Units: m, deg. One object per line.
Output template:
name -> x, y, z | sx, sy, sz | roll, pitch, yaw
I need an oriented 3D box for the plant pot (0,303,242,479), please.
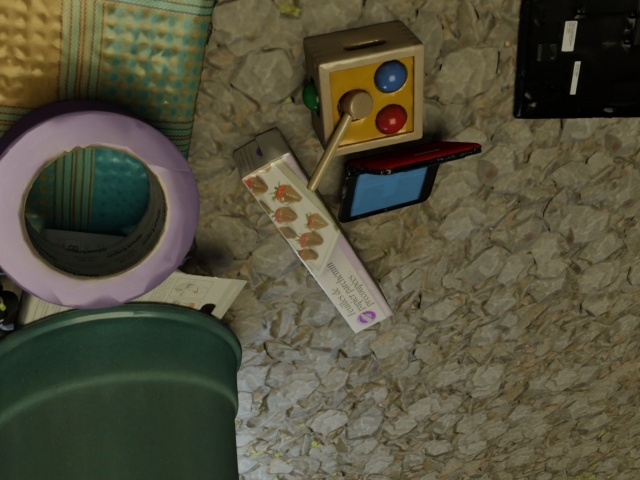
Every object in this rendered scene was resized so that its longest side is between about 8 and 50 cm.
plant pot -> -0.237, 0.306, 0.755 | 0.342, 0.334, 0.341 | -11, 143, -8

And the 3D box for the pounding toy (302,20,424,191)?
pounding toy -> 0.037, -0.144, 0.677 | 0.141, 0.100, 0.130 | -13, 131, -8

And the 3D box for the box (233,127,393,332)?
box -> 0.000, 0.000, 0.807 | 0.063, 0.067, 0.324 | -29, 130, 6

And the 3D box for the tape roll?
tape roll -> -0.218, -0.035, 0.605 | 0.189, 0.080, 0.188 | -10, 113, -23

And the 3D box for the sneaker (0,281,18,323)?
sneaker -> -0.378, 0.050, 0.693 | 0.097, 0.084, 0.235 | 10, 154, -42

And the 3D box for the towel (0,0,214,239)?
towel -> -0.256, -0.152, 0.617 | 0.272, 0.040, 0.370 | 4, 125, -21

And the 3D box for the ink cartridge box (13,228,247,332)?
ink cartridge box -> -0.236, 0.071, 0.774 | 0.233, 0.066, 0.189 | 4, 142, -33

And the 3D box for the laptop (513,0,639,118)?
laptop -> 0.368, -0.276, 0.738 | 0.265, 0.136, 0.234 | 1, 132, 13

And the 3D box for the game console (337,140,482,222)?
game console -> 0.105, -0.067, 0.758 | 0.144, 0.124, 0.085 | -16, 107, -25
